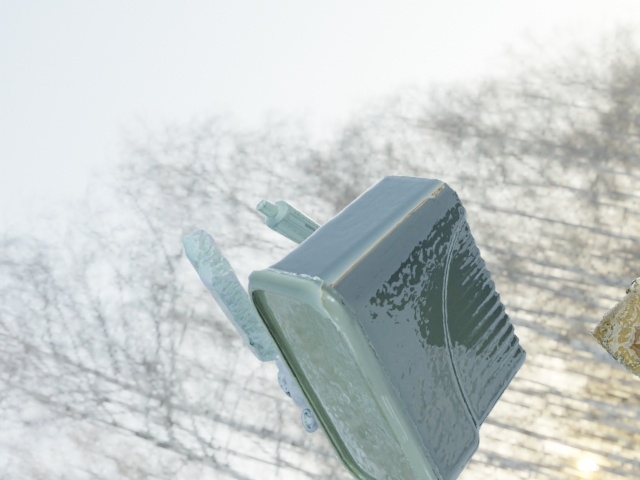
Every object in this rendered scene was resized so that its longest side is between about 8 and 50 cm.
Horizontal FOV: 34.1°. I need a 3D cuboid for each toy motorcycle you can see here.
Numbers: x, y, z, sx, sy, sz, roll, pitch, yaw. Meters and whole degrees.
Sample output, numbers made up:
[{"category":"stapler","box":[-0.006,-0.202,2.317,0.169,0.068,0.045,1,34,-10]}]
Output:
[{"category":"toy motorcycle","box":[0.003,0.202,1.647,0.110,0.260,0.171,-13,-74,-32]}]

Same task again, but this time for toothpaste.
[{"category":"toothpaste","box":[0.000,0.000,1.371,0.218,0.064,0.041,31,-68,-36]}]

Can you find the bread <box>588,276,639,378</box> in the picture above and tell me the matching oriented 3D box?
[{"category":"bread","box":[0.290,0.081,0.916,0.070,0.083,0.077,-55,-20,11]}]

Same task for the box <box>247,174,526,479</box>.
[{"category":"box","box":[0.076,0.090,0.935,0.178,0.138,0.274,-44,-57,-27]}]

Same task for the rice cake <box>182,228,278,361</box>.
[{"category":"rice cake","box":[-0.108,0.073,1.302,0.040,0.085,0.226,-33,-35,-6]}]
